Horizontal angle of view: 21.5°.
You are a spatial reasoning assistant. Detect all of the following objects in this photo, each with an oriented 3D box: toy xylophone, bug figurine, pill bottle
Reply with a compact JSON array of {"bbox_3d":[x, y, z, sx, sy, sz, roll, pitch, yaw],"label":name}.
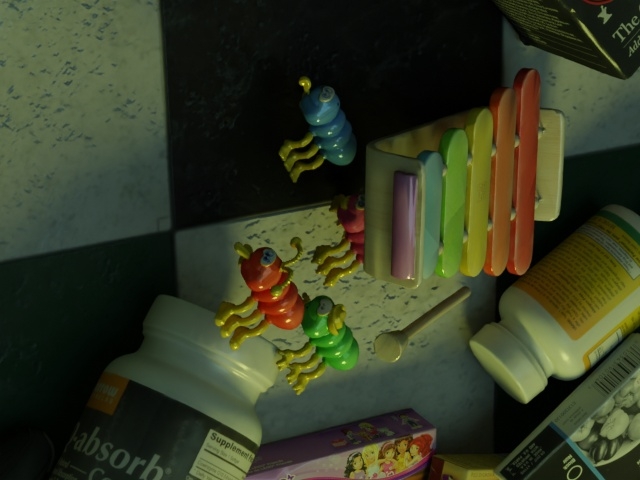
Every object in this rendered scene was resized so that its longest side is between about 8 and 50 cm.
[{"bbox_3d":[0.130,-0.022,1.582,0.323,0.081,0.236,-34,127,-51],"label":"toy xylophone"},{"bbox_3d":[0.000,0.000,1.512,0.216,0.072,0.279,61,37,-44],"label":"bug figurine"},{"bbox_3d":[0.258,0.069,1.727,0.208,0.117,0.117,-40,122,-9],"label":"pill bottle"},{"bbox_3d":[-0.149,0.200,1.517,0.162,0.162,0.278,32,76,-33],"label":"pill bottle"}]

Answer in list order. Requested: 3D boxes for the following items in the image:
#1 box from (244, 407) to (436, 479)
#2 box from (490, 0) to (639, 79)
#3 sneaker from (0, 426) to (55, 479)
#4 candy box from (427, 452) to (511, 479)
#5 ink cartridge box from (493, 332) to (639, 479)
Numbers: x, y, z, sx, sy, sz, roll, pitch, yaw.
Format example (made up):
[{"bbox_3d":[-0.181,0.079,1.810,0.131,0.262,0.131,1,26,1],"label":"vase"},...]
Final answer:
[{"bbox_3d":[-0.021,0.300,1.704,0.293,0.057,0.200,-12,113,-23],"label":"box"},{"bbox_3d":[0.251,-0.382,1.519,0.312,0.179,0.343,42,87,-31],"label":"box"},{"bbox_3d":[-0.358,0.231,1.480,0.267,0.101,0.106,-32,107,-22],"label":"sneaker"},{"bbox_3d":[0.178,0.281,1.763,0.187,0.053,0.109,8,96,-48],"label":"candy box"},{"bbox_3d":[0.305,0.225,1.761,0.206,0.045,0.208,-45,134,-2],"label":"ink cartridge box"}]
